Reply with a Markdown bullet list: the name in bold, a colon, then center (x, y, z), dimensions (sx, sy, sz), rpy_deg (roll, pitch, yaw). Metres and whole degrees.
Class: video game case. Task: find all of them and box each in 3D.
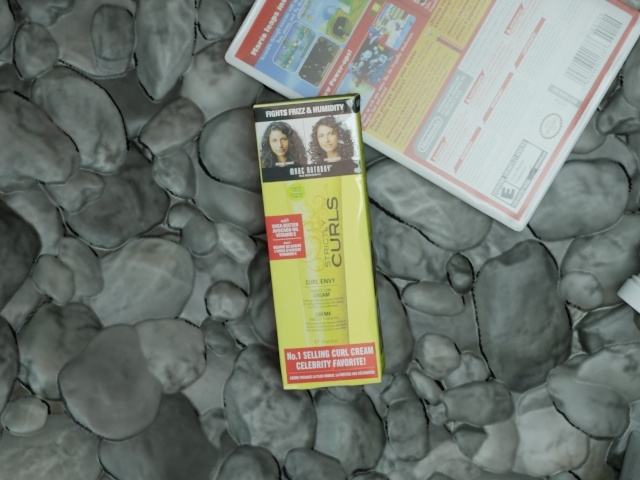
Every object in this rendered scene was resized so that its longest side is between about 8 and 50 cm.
- **video game case**: center (0.093, -0.164, 1.173), dimensions (0.285, 0.025, 0.204), rpy_deg (31, 95, 2)

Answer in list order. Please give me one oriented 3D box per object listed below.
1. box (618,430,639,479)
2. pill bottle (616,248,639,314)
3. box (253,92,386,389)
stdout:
- **box**: center (0.317, 0.265, 1.127), dimensions (0.182, 0.119, 0.181), rpy_deg (14, 93, 3)
- **pill bottle**: center (0.311, 0.002, 1.132), dimensions (0.087, 0.087, 0.160), rpy_deg (40, 95, 2)
- **box**: center (0.000, 0.000, 1.158), dimensions (0.087, 0.058, 0.232), rpy_deg (-4, 100, 6)
